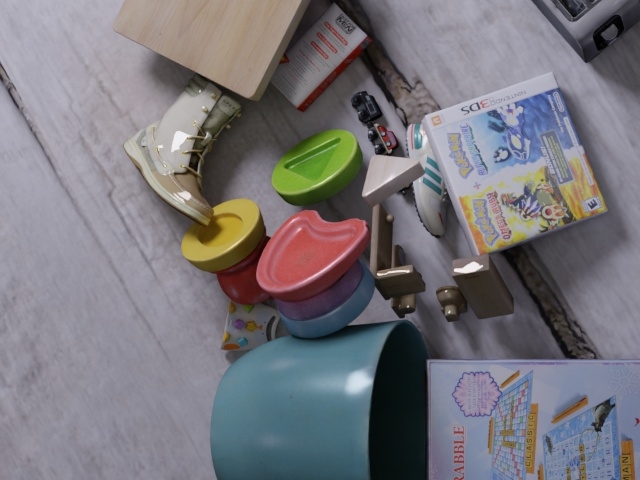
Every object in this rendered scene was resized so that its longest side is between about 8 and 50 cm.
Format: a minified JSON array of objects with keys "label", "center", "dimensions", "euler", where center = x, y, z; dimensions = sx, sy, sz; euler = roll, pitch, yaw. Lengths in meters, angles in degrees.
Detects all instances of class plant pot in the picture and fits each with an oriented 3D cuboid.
[{"label":"plant pot","center":[-0.001,0.248,1.848],"dimensions":[0.235,0.293,0.293],"euler":[-1,87,21]}]

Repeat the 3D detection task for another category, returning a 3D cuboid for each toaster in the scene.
[{"label":"toaster","center":[0.358,-0.356,1.876],"dimensions":[0.168,0.110,0.185],"euler":[-39,80,7]}]

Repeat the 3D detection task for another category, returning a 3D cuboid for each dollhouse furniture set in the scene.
[{"label":"dollhouse furniture set","center":[0.163,0.023,1.898],"dimensions":[0.151,0.144,0.123],"euler":[-11,53,20]}]

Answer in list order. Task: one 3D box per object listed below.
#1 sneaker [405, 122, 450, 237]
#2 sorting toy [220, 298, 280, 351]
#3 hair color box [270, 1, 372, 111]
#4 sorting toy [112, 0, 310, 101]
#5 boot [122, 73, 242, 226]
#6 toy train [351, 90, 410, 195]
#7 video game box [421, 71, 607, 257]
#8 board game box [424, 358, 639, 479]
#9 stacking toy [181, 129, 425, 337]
[{"label":"sneaker","center":[0.164,-0.087,1.932],"dimensions":[0.075,0.057,0.161],"euler":[-11,82,17]},{"label":"sorting toy","center":[-0.096,0.118,1.995],"dimensions":[0.075,0.045,0.083],"euler":[9,89,-6]},{"label":"hair color box","center":[-0.003,-0.254,1.986],"dimensions":[0.141,0.043,0.072],"euler":[-45,79,8]},{"label":"sorting toy","center":[-0.117,-0.347,1.972],"dimensions":[0.255,0.089,0.257],"euler":[29,93,26]},{"label":"boot","center":[-0.169,-0.129,1.970],"dimensions":[0.165,0.077,0.213],"euler":[-45,47,4]},{"label":"toy train","center":[0.088,-0.136,1.969],"dimensions":[0.036,0.027,0.158],"euler":[-25,81,0]},{"label":"video game box","center":[0.256,-0.100,1.895],"dimensions":[0.187,0.048,0.205],"euler":[-20,83,-4]},{"label":"board game box","center":[0.293,0.311,1.849],"dimensions":[0.318,0.066,0.318],"euler":[1,87,1]},{"label":"stacking toy","center":[0.000,0.000,1.900],"dimensions":[0.279,0.130,0.309],"euler":[-43,34,-17]}]
